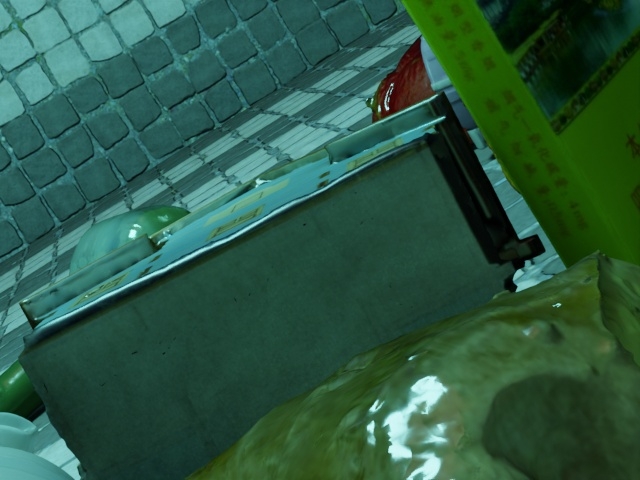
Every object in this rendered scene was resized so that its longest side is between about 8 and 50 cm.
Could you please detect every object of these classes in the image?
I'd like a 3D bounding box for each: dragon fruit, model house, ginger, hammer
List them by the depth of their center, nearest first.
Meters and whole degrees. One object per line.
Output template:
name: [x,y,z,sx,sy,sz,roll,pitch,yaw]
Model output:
ginger: [0.026,0.112,0.506,0.270,0.123,0.219,-36,5,32]
model house: [-0.012,0.044,0.718,0.271,0.178,0.206,-29,9,5]
hammer: [-0.259,0.094,1.330,0.335,0.119,0.206,-46,15,-28]
dragon fruit: [0.098,-0.142,1.339,0.161,0.127,0.120,-25,6,25]

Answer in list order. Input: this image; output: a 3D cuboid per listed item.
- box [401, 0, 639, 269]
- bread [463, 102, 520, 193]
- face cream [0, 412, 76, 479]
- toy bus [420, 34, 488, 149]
box: [0.126,-0.133,0.704,0.047,0.335,0.187,-23,14,46]
bread: [0.225,-0.130,0.927,0.268,0.146,0.268,-26,14,7]
face cream: [-0.175,0.182,0.659,0.145,0.145,0.369,-33,11,-6]
toy bus: [0.208,-0.179,1.153,0.202,0.142,0.142,-18,17,46]
